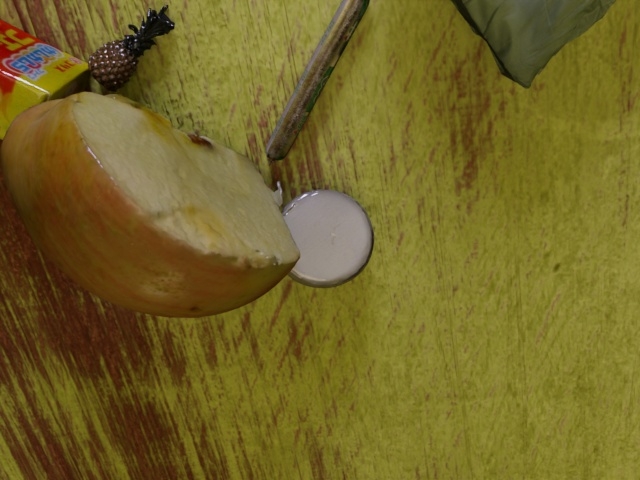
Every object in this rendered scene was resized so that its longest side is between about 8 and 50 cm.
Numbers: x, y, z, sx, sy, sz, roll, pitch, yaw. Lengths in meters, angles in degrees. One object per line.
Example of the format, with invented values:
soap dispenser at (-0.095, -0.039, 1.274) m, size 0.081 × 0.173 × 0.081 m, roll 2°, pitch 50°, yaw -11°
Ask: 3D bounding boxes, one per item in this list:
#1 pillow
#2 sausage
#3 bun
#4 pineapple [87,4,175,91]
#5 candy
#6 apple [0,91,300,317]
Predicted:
pillow at (0.226, -0.366, 0.740) m, size 0.283 × 0.138 × 0.310 m, roll -43°, pitch 109°, yaw 13°
sausage at (-0.007, -0.206, 0.894) m, size 0.033 × 0.032 × 0.269 m, roll 27°, pitch 116°, yaw -10°
bun at (0.000, 0.000, 0.969) m, size 0.138 × 0.094 × 0.138 m, roll 1°, pitch 83°, yaw -10°
pineapple at (-0.231, -0.241, 0.883) m, size 0.124 × 0.058 × 0.058 m, roll -32°, pitch 111°, yaw 14°
candy at (-0.440, -0.226, 0.854) m, size 0.276 × 0.146 × 0.088 m, roll 28°, pitch 115°, yaw -8°
apple at (-0.211, -0.037, 0.854) m, size 0.314 × 0.309 × 0.252 m, roll 3°, pitch 82°, yaw 44°
